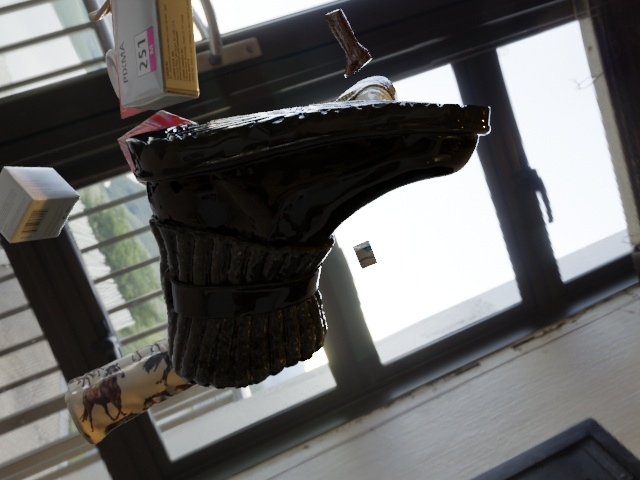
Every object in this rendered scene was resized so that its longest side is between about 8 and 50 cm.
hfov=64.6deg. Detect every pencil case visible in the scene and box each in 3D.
[{"bbox_3d":[-0.422,0.350,1.295,0.160,0.411,0.183,51,-30,29],"label":"pencil case"}]

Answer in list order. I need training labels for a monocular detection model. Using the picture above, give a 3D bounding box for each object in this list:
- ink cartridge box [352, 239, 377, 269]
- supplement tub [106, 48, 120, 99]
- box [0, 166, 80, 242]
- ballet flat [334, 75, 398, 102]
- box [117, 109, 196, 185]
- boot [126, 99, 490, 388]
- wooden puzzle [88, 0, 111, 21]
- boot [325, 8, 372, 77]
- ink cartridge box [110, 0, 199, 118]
[{"bbox_3d":[0.123,0.045,1.364,0.028,0.048,0.083,-109,175,-56],"label":"ink cartridge box"},{"bbox_3d":[-0.455,-0.458,1.368,0.144,0.200,0.144,40,-37,40],"label":"supplement tub"},{"bbox_3d":[-0.505,-0.064,0.886,0.087,0.101,0.102,42,19,11],"label":"box"},{"bbox_3d":[0.065,-0.257,1.227,0.164,0.483,0.182,55,-22,-16],"label":"ballet flat"},{"bbox_3d":[-0.278,-0.162,1.059,0.257,0.128,0.122,25,-34,28],"label":"box"},{"bbox_3d":[-0.001,-0.001,0.512,0.131,0.348,0.260,-98,179,-71],"label":"boot"},{"bbox_3d":[-0.404,-0.596,1.175,0.044,0.239,0.221,53,39,-22],"label":"wooden puzzle"},{"bbox_3d":[0.043,-0.376,0.965,0.114,0.037,0.106,51,-18,-11],"label":"boot"},{"bbox_3d":[-0.269,-0.327,0.723,0.239,0.060,0.274,2,-82,43],"label":"ink cartridge box"}]
